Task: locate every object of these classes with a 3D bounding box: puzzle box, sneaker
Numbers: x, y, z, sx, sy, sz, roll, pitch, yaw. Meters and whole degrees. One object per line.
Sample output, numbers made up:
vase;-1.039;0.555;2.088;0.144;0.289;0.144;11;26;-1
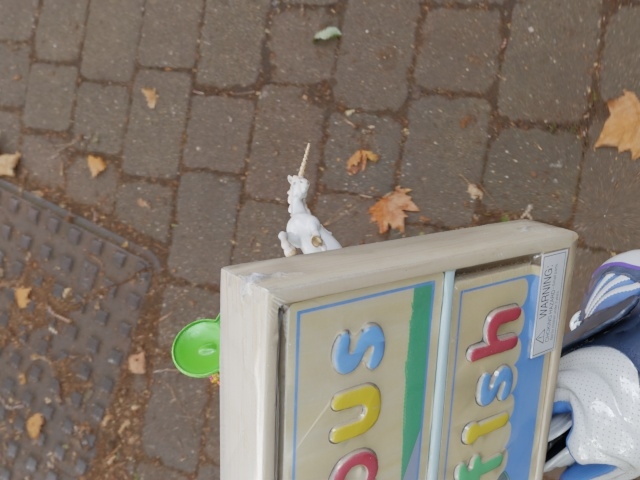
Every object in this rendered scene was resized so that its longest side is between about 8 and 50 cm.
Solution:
puzzle box;0.058;0.197;0.465;0.052;0.272;0.409;21;115;52
sneaker;0.259;0.123;0.619;0.236;0.323;0.130;-36;83;-3

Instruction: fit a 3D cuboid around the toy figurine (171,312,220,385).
toy figurine;-0.076;0.156;0.792;0.173;0.159;0.130;-11;54;-3

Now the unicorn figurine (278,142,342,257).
unicorn figurine;0.000;0.000;0.626;0.060;0.111;0.162;-26;106;7
